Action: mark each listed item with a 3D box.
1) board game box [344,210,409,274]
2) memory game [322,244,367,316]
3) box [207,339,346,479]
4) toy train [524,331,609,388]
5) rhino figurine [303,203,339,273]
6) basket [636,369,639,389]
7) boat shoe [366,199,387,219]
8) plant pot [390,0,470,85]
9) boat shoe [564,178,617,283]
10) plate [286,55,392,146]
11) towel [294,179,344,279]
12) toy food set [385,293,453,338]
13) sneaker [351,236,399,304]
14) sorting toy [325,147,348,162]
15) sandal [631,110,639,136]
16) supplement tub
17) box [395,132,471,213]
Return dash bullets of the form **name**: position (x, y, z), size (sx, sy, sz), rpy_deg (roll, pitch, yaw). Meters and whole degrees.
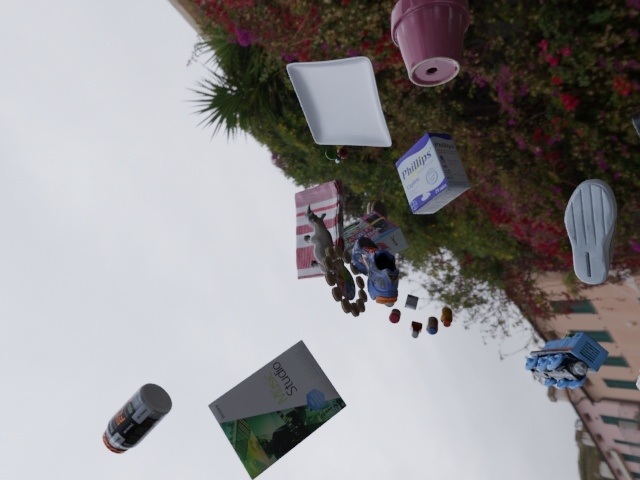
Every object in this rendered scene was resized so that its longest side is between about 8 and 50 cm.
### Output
- **board game box**: position (0.194, -0.002, 1.717), size (0.224, 0.303, 0.097), rpy_deg (-29, -68, -2)
- **memory game**: position (0.063, 0.096, 1.015), size (0.186, 0.012, 0.186), rpy_deg (41, -144, -39)
- **box**: position (-0.121, 0.470, 1.194), size (0.322, 0.058, 0.232), rpy_deg (-33, -105, -17)
- **toy train**: position (0.520, 0.258, 0.902), size (0.080, 0.184, 0.105), rpy_deg (42, -103, 12)
- **rhino figurine**: position (0.000, 0.000, 1.328), size (0.073, 0.106, 0.243), rpy_deg (-22, -75, -27)
- **basket**: position (0.620, 0.270, 0.677), size (0.103, 0.113, 0.167), rpy_deg (53, -166, -51)
- **boat shoe**: position (0.267, -0.099, 2.052), size (0.110, 0.105, 0.307), rpy_deg (-54, -34, -16)
- **plant pot**: position (0.289, -0.516, 1.092), size (0.201, 0.201, 0.180), rpy_deg (8, -105, -42)
- **boat shoe**: position (0.705, -0.029, 1.089), size (0.094, 0.109, 0.302), rpy_deg (-40, -54, -36)
- **plate**: position (0.063, -0.401, 1.220), size (0.045, 0.278, 0.278), rpy_deg (-56, -40, -29)
- **towel**: position (-0.012, -0.033, 1.480), size (0.037, 0.237, 0.328), rpy_deg (7, -103, -42)
- **toy food set**: position (0.317, 0.258, 1.407), size (0.104, 0.233, 0.111), rpy_deg (-35, -40, -71)
- **sneaker**: position (0.137, 0.051, 0.979), size (0.083, 0.221, 0.087), rpy_deg (3, -59, -19)
- **sorting toy**: position (0.070, -0.362, 1.791), size (0.102, 0.042, 0.061), rpy_deg (-7, -98, -10)
- **sandal**: position (1.085, -0.301, 1.247), size (0.446, 0.107, 0.167), rpy_deg (2, -114, -35)
- **supplement tub**: position (-0.541, 0.526, 1.236), size (0.190, 0.117, 0.117), rpy_deg (-47, -60, 3)
- **box**: position (0.246, -0.147, 0.935), size (0.072, 0.126, 0.137), rpy_deg (-3, -112, -29)
